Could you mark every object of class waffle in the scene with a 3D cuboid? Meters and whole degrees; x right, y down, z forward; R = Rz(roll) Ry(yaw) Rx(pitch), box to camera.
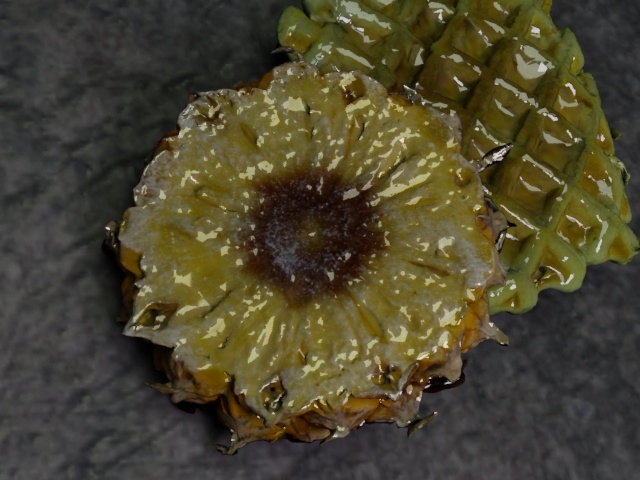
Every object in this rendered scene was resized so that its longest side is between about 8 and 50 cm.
[{"bbox_3d":[0.072,-0.057,0.945,0.208,0.054,0.214,-10,67,-22],"label":"waffle"}]

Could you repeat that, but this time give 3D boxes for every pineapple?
[{"bbox_3d":[0.000,0.000,0.849,0.221,0.047,0.221,0,69,-1],"label":"pineapple"}]
